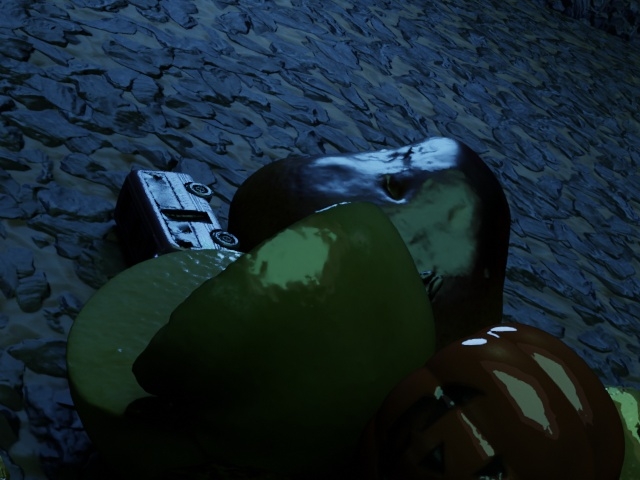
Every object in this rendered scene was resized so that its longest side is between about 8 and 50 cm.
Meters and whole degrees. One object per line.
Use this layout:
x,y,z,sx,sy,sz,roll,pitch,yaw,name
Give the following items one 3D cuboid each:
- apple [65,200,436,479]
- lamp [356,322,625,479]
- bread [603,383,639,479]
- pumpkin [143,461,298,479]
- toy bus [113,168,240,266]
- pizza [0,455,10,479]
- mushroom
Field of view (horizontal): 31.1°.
-0.049,0.111,0.945,0.258,0.295,0.233,-40,107,-53,apple
0.124,0.157,0.804,0.188,0.187,0.164,-8,50,-50,lamp
0.220,0.306,0.939,0.248,0.279,0.315,52,31,-53,bread
-0.049,0.277,0.707,0.320,0.192,0.320,22,27,-12,pumpkin
-0.159,0.000,1.231,0.098,0.086,0.178,9,29,-30,toy bus
-0.301,0.183,0.803,0.134,0.046,0.175,43,29,26,pizza
0.070,0.038,1.291,0.345,0.259,0.345,3,49,-4,mushroom
